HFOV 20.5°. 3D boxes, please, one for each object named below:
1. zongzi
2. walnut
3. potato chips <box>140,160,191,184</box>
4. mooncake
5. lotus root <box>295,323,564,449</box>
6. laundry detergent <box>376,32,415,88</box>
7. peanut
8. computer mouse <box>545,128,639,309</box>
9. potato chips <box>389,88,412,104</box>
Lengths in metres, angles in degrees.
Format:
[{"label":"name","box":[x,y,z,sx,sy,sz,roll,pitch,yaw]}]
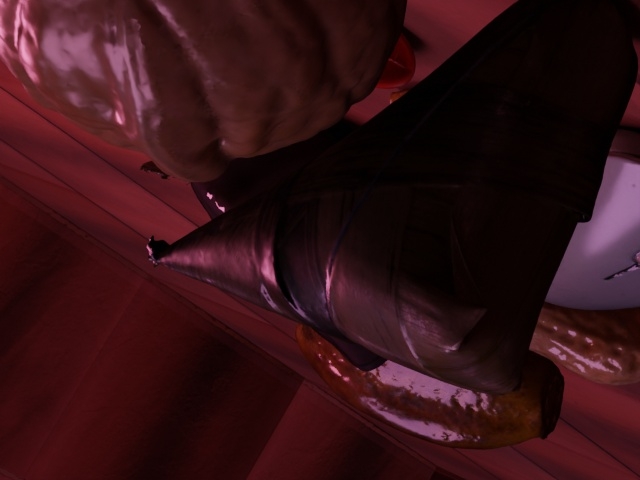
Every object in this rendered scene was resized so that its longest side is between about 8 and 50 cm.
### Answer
[{"label":"zongzi","box":[0.041,-0.047,0.974,0.242,0.221,0.112,17,163,38]},{"label":"walnut","box":[-0.065,-0.141,0.906,0.225,0.225,0.261,28,170,16]},{"label":"potato chips","box":[-0.100,-0.042,2.068,0.228,0.059,0.167,37,164,-11]},{"label":"mooncake","box":[0.000,0.000,1.561,0.245,0.133,0.245,53,176,5]},{"label":"lotus root","box":[0.124,0.113,1.874,0.291,0.193,0.193,30,172,23]},{"label":"laundry detergent","box":[0.000,-0.136,1.231,0.097,0.049,0.165,30,175,-23]},{"label":"peanut","box":[0.200,0.062,1.529,0.214,0.099,0.099,29,171,7]},{"label":"computer mouse","box":[0.181,-0.004,1.210,0.159,0.097,0.288,36,171,-20]},{"label":"potato chips","box":[0.096,-0.092,1.226,0.037,0.026,0.204,20,176,-27]}]
